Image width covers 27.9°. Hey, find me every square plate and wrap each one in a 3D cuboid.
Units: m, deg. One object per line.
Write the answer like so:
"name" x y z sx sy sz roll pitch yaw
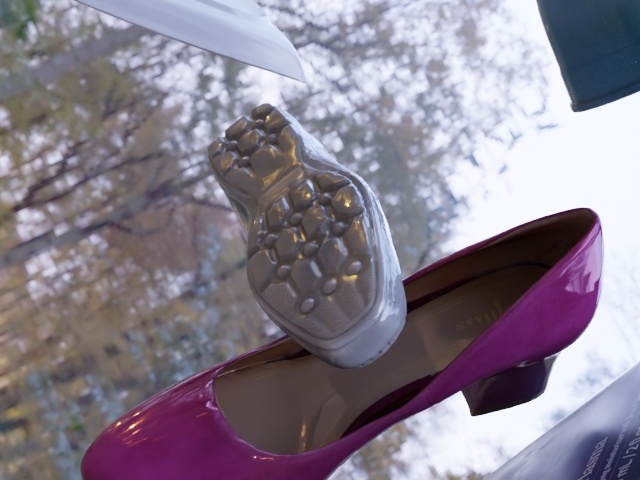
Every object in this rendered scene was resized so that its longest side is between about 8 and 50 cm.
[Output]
"square plate" -0.202 -0.295 1.421 0.049 0.347 0.344 -65 -153 16

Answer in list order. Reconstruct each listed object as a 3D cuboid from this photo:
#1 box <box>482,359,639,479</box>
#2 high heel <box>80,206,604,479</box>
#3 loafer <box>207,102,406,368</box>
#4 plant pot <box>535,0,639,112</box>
"box" 0.199 0.240 0.890 0.183 0.296 0.294 46 -58 3
"high heel" 0.018 0.072 0.879 0.127 0.377 0.181 55 -30 35
"loafer" 0.000 0.000 0.944 0.111 0.112 0.319 50 8 -31
"plant pot" 0.353 -0.317 1.449 0.255 0.272 0.272 62 -19 -6
